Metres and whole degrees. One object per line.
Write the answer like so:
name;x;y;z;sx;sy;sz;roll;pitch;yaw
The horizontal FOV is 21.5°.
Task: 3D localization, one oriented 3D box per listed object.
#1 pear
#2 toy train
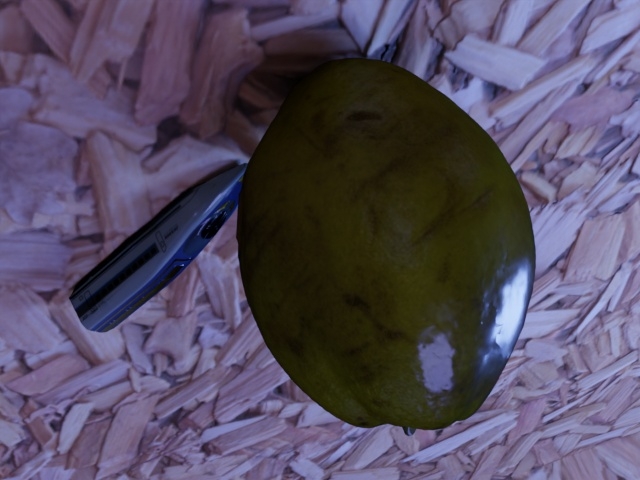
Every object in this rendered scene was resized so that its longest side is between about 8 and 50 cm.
pear;0.055;0.004;1.424;0.269;0.321;0.269;-10;172;-1
toy train;-0.144;0.008;1.609;0.055;0.048;0.252;2;148;-48
